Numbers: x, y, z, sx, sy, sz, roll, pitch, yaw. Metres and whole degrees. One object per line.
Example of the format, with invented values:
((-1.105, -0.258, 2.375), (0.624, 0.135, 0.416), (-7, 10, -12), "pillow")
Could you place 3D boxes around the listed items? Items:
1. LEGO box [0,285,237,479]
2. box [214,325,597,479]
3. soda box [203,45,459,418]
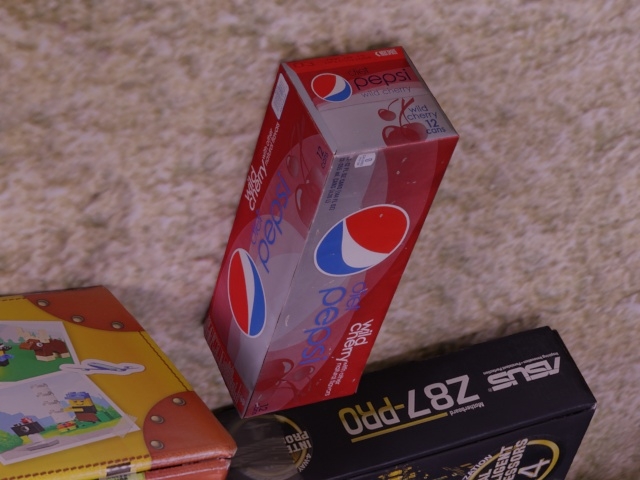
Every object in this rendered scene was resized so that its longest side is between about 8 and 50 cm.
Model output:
((-0.339, 0.248, 1.058), (0.500, 0.193, 0.372), (-5, 124, -36), "LEGO box")
((0.033, 0.252, 1.533), (0.318, 0.097, 0.395), (-11, 143, -20), "box")
((0.000, 0.000, 1.176), (0.092, 0.083, 0.263), (-10, 143, -26), "soda box")
